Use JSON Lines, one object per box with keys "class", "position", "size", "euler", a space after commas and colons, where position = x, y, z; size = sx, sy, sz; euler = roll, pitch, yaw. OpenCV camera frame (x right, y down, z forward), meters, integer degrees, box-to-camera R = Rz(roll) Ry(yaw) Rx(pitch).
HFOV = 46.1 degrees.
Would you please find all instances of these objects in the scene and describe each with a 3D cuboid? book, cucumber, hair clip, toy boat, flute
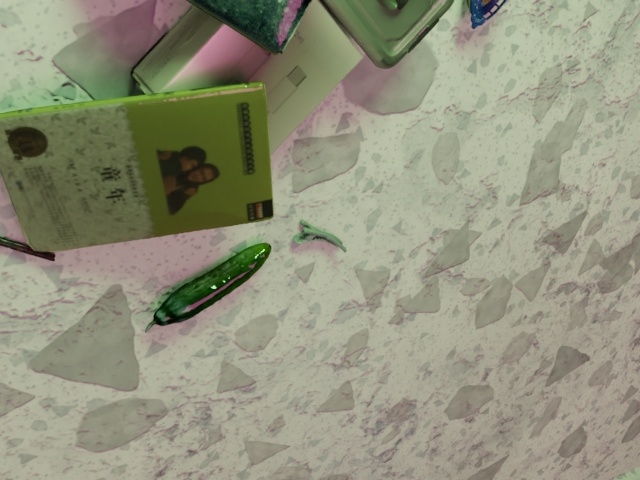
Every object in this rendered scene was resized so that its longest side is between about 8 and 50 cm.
{"class": "book", "position": [-0.241, -0.093, 1.003], "size": [0.352, 0.035, 0.239], "euler": [-8, 137, -7]}
{"class": "cucumber", "position": [-0.186, 0.080, 1.253], "size": [0.250, 0.056, 0.056], "euler": [-32, 135, -13]}
{"class": "hair clip", "position": [0.000, -0.001, 1.342], "size": [0.115, 0.030, 0.039], "euler": [21, 127, -41]}
{"class": "toy boat", "position": [0.290, -0.409, 1.179], "size": [0.091, 0.110, 0.175], "euler": [10, 117, -40]}
{"class": "flute", "position": [-0.477, -0.013, 1.003], "size": [0.270, 0.014, 0.014], "euler": [23, 107, -44]}

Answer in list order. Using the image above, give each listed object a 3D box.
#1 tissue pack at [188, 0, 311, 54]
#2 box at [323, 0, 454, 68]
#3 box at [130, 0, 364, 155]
{"class": "tissue pack", "position": [-0.111, -0.361, 0.870], "size": [0.257, 0.081, 0.185], "euler": [29, 101, -14]}
{"class": "box", "position": [0.072, -0.367, 1.043], "size": [0.162, 0.130, 0.227], "euler": [-47, 135, 4]}
{"class": "box", "position": [-0.097, -0.243, 1.039], "size": [0.251, 0.106, 0.203], "euler": [-47, 134, 2]}
